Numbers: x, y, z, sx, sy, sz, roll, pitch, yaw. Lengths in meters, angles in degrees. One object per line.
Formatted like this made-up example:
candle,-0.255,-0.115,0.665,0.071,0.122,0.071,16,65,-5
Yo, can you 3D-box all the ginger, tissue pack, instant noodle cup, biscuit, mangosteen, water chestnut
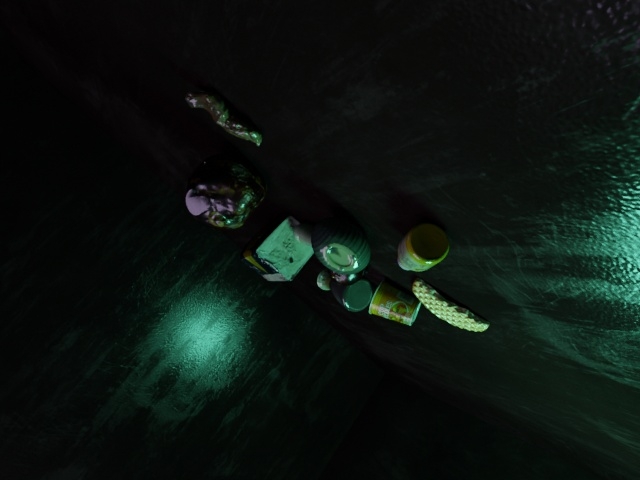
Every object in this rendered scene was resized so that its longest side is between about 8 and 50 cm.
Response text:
ginger,-0.322,-0.422,1.375,0.290,0.084,0.122,34,-175,-1
tissue pack,-0.210,0.052,2.042,0.253,0.264,0.417,43,163,-14
instant noodle cup,0.329,0.280,1.770,0.185,0.168,0.168,23,159,21
biscuit,0.483,0.265,1.584,0.309,0.040,0.204,33,163,15
mangosteen,0.121,0.109,1.745,0.184,0.172,0.173,-6,-170,-37
water chestnut,-0.396,-0.225,1.733,0.336,0.346,0.335,1,132,1

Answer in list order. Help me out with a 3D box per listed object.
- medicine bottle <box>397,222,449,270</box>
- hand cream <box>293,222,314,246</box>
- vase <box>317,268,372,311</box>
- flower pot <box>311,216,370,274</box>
medicine bottle,0.291,0.035,1.225,0.122,0.121,0.212,36,163,6
hand cream,0.000,0.000,1.751,0.306,0.147,0.093,23,115,47
vase,0.111,0.233,2.076,0.173,0.173,0.321,46,168,-26
flower pot,0.075,0.022,1.506,0.243,0.189,0.157,38,-154,-17
